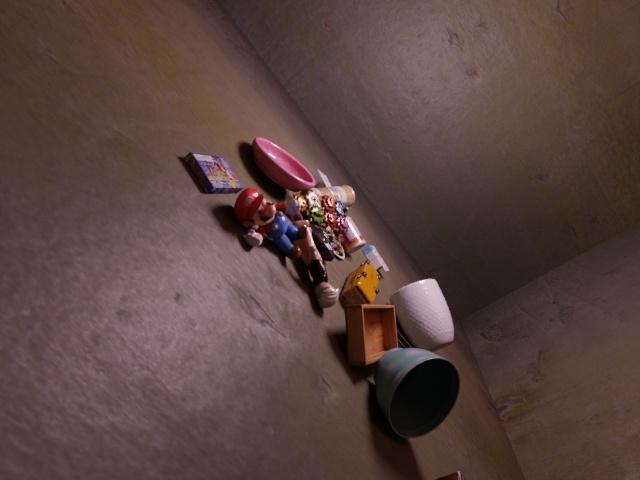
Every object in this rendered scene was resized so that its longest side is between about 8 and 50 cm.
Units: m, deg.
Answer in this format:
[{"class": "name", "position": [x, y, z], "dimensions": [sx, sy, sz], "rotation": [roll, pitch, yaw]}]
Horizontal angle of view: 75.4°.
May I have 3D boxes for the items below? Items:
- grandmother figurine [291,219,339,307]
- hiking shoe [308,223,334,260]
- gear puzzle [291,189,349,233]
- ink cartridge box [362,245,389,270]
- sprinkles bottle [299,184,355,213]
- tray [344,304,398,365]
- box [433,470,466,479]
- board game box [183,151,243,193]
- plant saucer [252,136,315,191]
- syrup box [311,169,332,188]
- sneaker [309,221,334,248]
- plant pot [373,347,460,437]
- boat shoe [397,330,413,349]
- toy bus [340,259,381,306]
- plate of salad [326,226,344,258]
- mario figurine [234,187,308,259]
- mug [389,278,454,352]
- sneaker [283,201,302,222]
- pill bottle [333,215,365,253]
[{"class": "grandmother figurine", "position": [-0.020, 0.098, 1.552], "dimensions": [0.208, 0.104, 0.343], "rotation": [55, 12, -59]}, {"class": "hiking shoe", "position": [0.013, -0.003, 1.708], "dimensions": [0.114, 0.086, 0.227], "rotation": [-9, 43, -31]}, {"class": "gear puzzle", "position": [0.009, -0.147, 1.847], "dimensions": [0.338, 0.044, 0.176], "rotation": [17, 59, -39]}, {"class": "ink cartridge box", "position": [0.332, 0.121, 2.492], "dimensions": [0.180, 0.060, 0.104], "rotation": [59, 17, 14]}, {"class": "sprinkles bottle", "position": [0.037, -0.208, 2.061], "dimensions": [0.355, 0.121, 0.121], "rotation": [-15, 71, -54]}, {"class": "tray", "position": [0.204, 0.352, 1.596], "dimensions": [0.411, 0.076, 0.203], "rotation": [19, 65, -64]}, {"class": "box", "position": [0.485, 0.944, 1.273], "dimensions": [0.382, 0.143, 0.191], "rotation": [55, 17, -6]}, {"class": "board game box", "position": [-0.346, -0.219, 1.364], "dimensions": [0.136, 0.035, 0.201], "rotation": [57, 17, 4]}, {"class": "plant saucer", "position": [-0.173, -0.325, 1.838], "dimensions": [0.332, 0.084, 0.332], "rotation": [36, 17, -13]}, {"class": "syrup box", "position": [0.016, -0.271, 2.316], "dimensions": [0.096, 0.093, 0.237], "rotation": [26, 34, -56]}, {"class": "sneaker", "position": [0.000, 0.000, 1.860], "dimensions": [0.224, 0.083, 0.098], "rotation": [-114, -166, -50]}, {"class": "plant pot", "position": [0.306, 0.496, 1.444], "dimensions": [0.293, 0.293, 0.196], "rotation": [46, -7, -28]}, {"class": "boat shoe", "position": [0.345, 0.441, 1.883], "dimensions": [0.335, 0.095, 0.112], "rotation": [55, 17, -2]}, {"class": "toy bus", "position": [0.185, 0.196, 1.849], "dimensions": [0.108, 0.130, 0.333], "rotation": [53, 17, -5]}, {"class": "plate of salad", "position": [0.067, 0.000, 2.034], "dimensions": [0.200, 0.048, 0.200], "rotation": [49, 18, -21]}, {"class": "mario figurine", "position": [-0.149, -0.058, 1.375], "dimensions": [0.320, 0.170, 0.198], "rotation": [40, 25, -44]}, {"class": "mug", "position": [0.551, 0.434, 2.228], "dimensions": [0.374, 0.276, 0.328], "rotation": [89, -16, -63]}, {"class": "sneaker", "position": [-0.121, -0.120, 1.775], "dimensions": [0.119, 0.047, 0.057], "rotation": [48, 7, -26]}, {"class": "pill bottle", "position": [0.133, -0.048, 2.170], "dimensions": [0.221, 0.121, 0.121], "rotation": [59, 18, 13]}]
